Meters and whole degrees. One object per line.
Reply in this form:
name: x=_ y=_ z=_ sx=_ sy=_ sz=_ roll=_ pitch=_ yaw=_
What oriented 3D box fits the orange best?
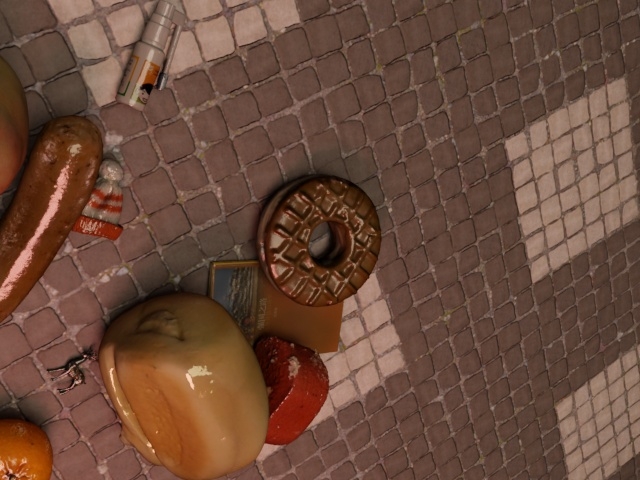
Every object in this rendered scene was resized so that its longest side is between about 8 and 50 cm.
orange: x=-0.647 y=0.463 z=1.424 sx=0.193 sy=0.161 sz=0.193 roll=-9 pitch=112 yaw=-23

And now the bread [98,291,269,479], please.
bread: x=-0.284 y=0.306 z=1.504 sx=0.253 sy=0.348 sz=0.376 roll=-47 pitch=125 yaw=-46

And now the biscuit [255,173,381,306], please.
biscuit: x=0.000 y=0.000 z=1.666 sx=0.332 sy=0.103 sz=0.332 roll=-5 pitch=100 yaw=-29

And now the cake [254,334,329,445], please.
cake: x=-0.107 y=0.372 z=1.671 sx=0.151 sy=0.177 sz=0.283 roll=28 pitch=101 yaw=-39

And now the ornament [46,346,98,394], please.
ornament: x=-0.526 y=0.284 z=1.515 sx=0.125 sy=0.028 sz=0.073 roll=-30 pitch=117 yaw=-17

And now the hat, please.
hat: x=-0.444 y=-0.088 z=1.412 sx=0.112 sy=0.093 sz=0.162 roll=20 pitch=89 yaw=-46

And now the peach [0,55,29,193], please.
peach: x=-0.617 y=-0.199 z=1.162 sx=0.247 sy=0.292 sz=0.292 roll=-25 pitch=117 yaw=-2

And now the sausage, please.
sausage: x=-0.555 y=-0.014 z=1.316 sx=0.501 sy=0.123 sz=0.136 roll=-56 pitch=153 yaw=12

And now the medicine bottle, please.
medicine bottle: x=-0.339 y=-0.371 z=1.406 sx=0.092 sy=0.061 sz=0.220 roll=16 pitch=98 yaw=-57

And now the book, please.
book: x=-0.105 y=0.173 z=1.721 sx=0.374 sy=0.028 sz=0.262 roll=-1 pitch=106 yaw=-30
